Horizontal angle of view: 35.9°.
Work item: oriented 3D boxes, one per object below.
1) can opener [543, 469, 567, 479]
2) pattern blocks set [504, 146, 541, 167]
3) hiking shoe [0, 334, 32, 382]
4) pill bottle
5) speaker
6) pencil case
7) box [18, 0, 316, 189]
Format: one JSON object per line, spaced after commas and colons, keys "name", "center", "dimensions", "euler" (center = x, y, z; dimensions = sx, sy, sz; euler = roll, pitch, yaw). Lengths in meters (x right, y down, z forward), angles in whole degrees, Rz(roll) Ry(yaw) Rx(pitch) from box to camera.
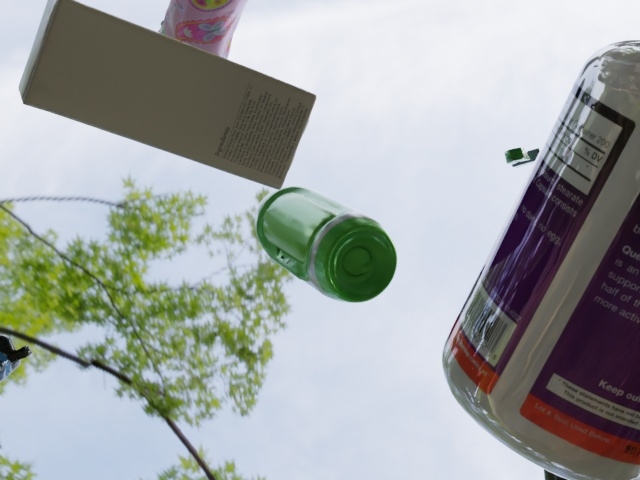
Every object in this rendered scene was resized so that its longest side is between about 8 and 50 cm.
{"name": "can opener", "center": [0.277, 0.290, 0.964], "dimensions": [0.095, 0.283, 0.076], "euler": [-23, -151, -21]}
{"name": "pattern blocks set", "center": [0.411, -0.158, 1.349], "dimensions": [0.325, 0.285, 0.026], "euler": [-16, -93, 10]}
{"name": "hiking shoe", "center": [-0.510, 0.154, 1.283], "dimensions": [0.304, 0.113, 0.132], "euler": [14, -148, 37]}
{"name": "pill bottle", "center": [0.222, -0.006, 0.665], "dimensions": [0.181, 0.181, 0.323], "euler": [27, -70, 8]}
{"name": "speaker", "center": [0.000, 0.000, 1.443], "dimensions": [0.131, 0.296, 0.131], "euler": [-5, -75, -21]}
{"name": "pencil case", "center": [-0.162, -0.321, 1.366], "dimensions": [0.124, 0.284, 0.124], "euler": [9, -119, -17]}
{"name": "box", "center": [-0.153, -0.148, 0.996], "dimensions": [0.275, 0.094, 0.113], "euler": [19, -81, -23]}
